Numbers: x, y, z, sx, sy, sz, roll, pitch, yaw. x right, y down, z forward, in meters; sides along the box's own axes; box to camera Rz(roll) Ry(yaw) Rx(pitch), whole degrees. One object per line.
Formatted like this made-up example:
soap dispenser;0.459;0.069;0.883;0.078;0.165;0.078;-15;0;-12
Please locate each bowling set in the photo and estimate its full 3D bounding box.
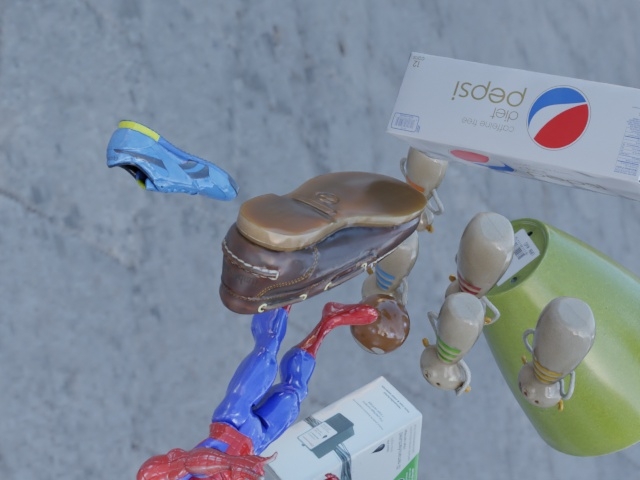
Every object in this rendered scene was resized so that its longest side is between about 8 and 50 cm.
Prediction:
bowling set;0.096;0.057;1.348;0.287;0.200;0.154;55;-25;26

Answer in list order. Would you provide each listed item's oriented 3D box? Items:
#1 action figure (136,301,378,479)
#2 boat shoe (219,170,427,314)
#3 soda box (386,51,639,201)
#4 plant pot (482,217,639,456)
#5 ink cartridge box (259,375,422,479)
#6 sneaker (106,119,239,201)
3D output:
action figure;-0.023;0.120;0.966;0.280;0.139;0.091;-53;125;-36
boat shoe;0.000;0.000;1.009;0.207;0.073;0.073;-15;128;-51
soda box;0.162;-0.085;1.079;0.074;0.216;0.069;25;82;-55
plant pot;0.339;0.109;2.019;0.293;0.275;0.274;46;36;-31
ink cartridge box;0.019;0.286;1.797;0.208;0.087;0.153;-26;138;-26
sneaker;-0.211;-0.090;2.027;0.209;0.069;0.082;28;67;-30
